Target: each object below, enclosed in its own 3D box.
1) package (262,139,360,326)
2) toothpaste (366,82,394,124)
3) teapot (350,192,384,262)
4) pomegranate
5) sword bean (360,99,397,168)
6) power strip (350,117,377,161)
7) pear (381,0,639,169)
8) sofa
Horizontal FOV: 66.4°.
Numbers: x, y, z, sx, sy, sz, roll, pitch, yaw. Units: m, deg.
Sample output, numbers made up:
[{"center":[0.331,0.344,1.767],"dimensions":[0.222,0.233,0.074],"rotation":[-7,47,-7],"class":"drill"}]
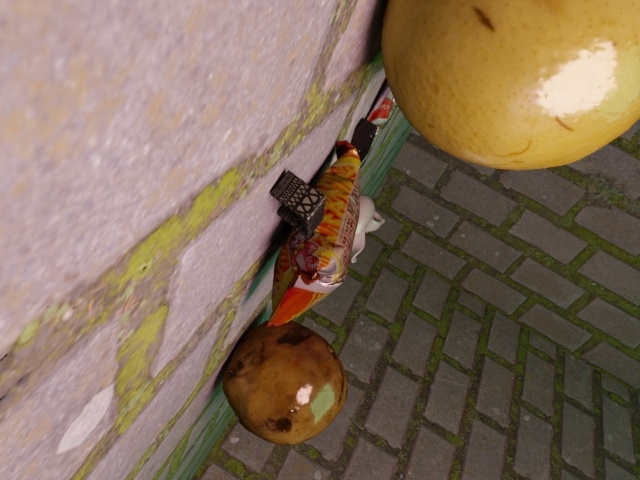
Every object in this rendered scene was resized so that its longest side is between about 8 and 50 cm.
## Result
[{"center":[-0.002,0.003,0.802],"dimensions":[0.223,0.109,0.288],"rotation":[-56,-170,52],"class":"package"},{"center":[0.161,-0.332,0.896],"dimensions":[0.301,0.048,0.075],"rotation":[-60,180,41],"class":"toothpaste"},{"center":[0.093,-0.040,1.403],"dimensions":[0.298,0.140,0.204],"rotation":[-52,168,-53],"class":"teapot"},{"center":[-0.078,0.313,1.087],"dimensions":[0.281,0.281,0.281],"rotation":[-59,175,-8],"class":"pomegranate"},{"center":[0.136,-0.269,1.052],"dimensions":[0.269,0.038,0.043],"rotation":[-60,169,15],"class":"sword bean"},{"center":[0.081,-0.193,0.954],"dimensions":[0.029,0.038,0.111],"rotation":[-56,174,-18],"class":"power strip"},{"center":[0.238,-0.255,0.582],"dimensions":[0.348,0.349,0.348],"rotation":[-59,175,-8],"class":"pear"},{"center":[-0.028,-0.044,0.629],"dimensions":[0.039,0.060,0.118],"rotation":[-51,174,-9],"class":"sofa"}]
